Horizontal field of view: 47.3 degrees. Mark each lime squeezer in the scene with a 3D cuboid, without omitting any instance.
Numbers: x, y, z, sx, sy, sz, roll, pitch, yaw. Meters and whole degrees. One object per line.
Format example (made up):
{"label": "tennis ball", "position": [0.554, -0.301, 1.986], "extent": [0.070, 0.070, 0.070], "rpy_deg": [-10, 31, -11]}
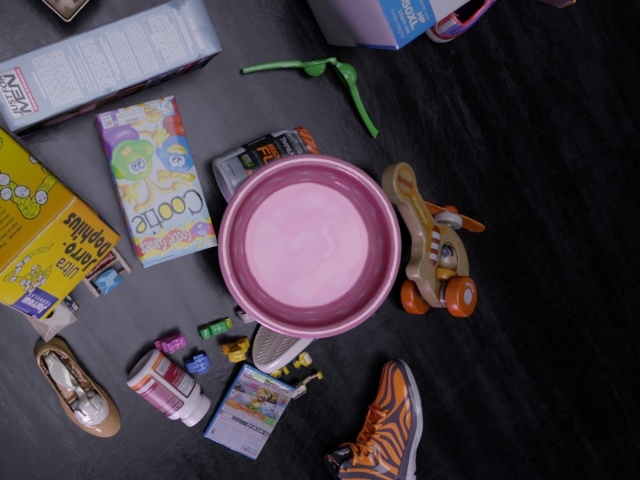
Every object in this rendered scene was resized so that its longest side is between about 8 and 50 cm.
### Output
{"label": "lime squeezer", "position": [0.001, -0.324, 1.475], "extent": [0.310, 0.059, 0.110], "rpy_deg": [23, 117, -19]}

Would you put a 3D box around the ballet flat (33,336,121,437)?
{"label": "ballet flat", "position": [-0.453, 0.282, 1.349], "extent": [0.080, 0.073, 0.232], "rpy_deg": [-37, 104, -12]}

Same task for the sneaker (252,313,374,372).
{"label": "sneaker", "position": [0.019, 0.148, 1.473], "extent": [0.350, 0.131, 0.148], "rpy_deg": [-45, 132, 2]}

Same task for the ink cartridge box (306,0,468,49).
{"label": "ink cartridge box", "position": [0.193, -0.535, 1.380], "extent": [0.395, 0.285, 0.166], "rpy_deg": [-36, 118, -12]}

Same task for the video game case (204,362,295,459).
{"label": "video game case", "position": [-0.142, 0.344, 1.469], "extent": [0.119, 0.015, 0.166], "rpy_deg": [29, 93, -12]}

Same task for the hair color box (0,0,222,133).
{"label": "hair color box", "position": [-0.376, -0.303, 1.275], "extent": [0.374, 0.185, 0.114], "rpy_deg": [-25, 102, -15]}

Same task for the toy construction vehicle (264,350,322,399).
{"label": "toy construction vehicle", "position": [-0.055, 0.275, 1.501], "extent": [0.098, 0.035, 0.086], "rpy_deg": [-34, 102, -4]}

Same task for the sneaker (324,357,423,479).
{"label": "sneaker", "position": [0.106, 0.407, 1.512], "extent": [0.180, 0.124, 0.321], "rpy_deg": [-1, 94, -19]}

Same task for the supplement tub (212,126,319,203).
{"label": "supplement tub", "position": [-0.103, -0.141, 1.411], "extent": [0.190, 0.117, 0.117], "rpy_deg": [-28, 102, -14]}

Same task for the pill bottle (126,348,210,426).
{"label": "pill bottle", "position": [-0.287, 0.285, 1.396], "extent": [0.152, 0.086, 0.086], "rpy_deg": [44, 80, -15]}

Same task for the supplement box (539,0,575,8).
{"label": "supplement box", "position": [0.518, -0.551, 1.617], "extent": [0.083, 0.055, 0.043], "rpy_deg": [11, 89, -19]}

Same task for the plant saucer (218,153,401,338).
{"label": "plant saucer", "position": [-0.021, 0.010, 1.340], "extent": [0.332, 0.084, 0.332], "rpy_deg": [0, 89, -8]}

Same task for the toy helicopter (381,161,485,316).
{"label": "toy helicopter", "position": [0.227, -0.024, 1.503], "extent": [0.235, 0.140, 0.355], "rpy_deg": [-55, 127, -34]}

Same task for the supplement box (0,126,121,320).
{"label": "supplement box", "position": [-0.531, -0.072, 1.158], "extent": [0.356, 0.194, 0.195], "rpy_deg": [40, 80, 15]}

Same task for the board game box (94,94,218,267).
{"label": "board game box", "position": [-0.302, -0.106, 1.335], "extent": [0.144, 0.142, 0.275], "rpy_deg": [-18, 99, -16]}

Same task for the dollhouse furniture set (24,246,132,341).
{"label": "dollhouse furniture set", "position": [-0.449, 0.063, 1.305], "extent": [0.183, 0.129, 0.129], "rpy_deg": [-37, 104, -11]}

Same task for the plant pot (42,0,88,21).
{"label": "plant pot", "position": [-0.451, -0.452, 1.287], "extent": [0.109, 0.096, 0.109], "rpy_deg": [42, 82, -16]}

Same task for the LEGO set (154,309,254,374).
{"label": "LEGO set", "position": [-0.195, 0.202, 1.416], "extent": [0.227, 0.093, 0.087], "rpy_deg": [-20, 100, -16]}

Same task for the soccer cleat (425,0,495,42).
{"label": "soccer cleat", "position": [0.350, -0.541, 1.529], "extent": [0.318, 0.116, 0.108], "rpy_deg": [-46, 106, -10]}
